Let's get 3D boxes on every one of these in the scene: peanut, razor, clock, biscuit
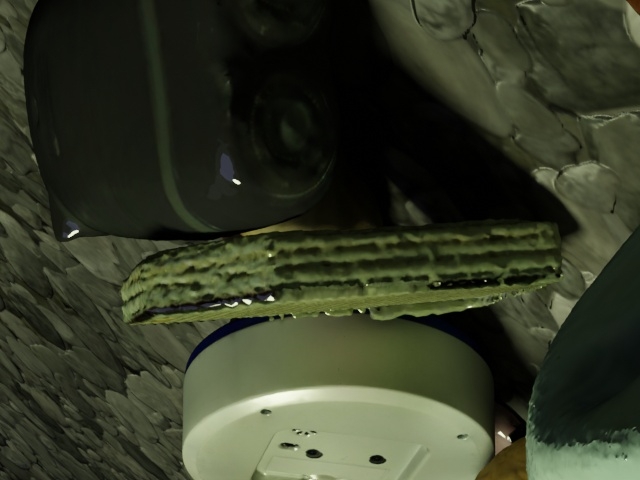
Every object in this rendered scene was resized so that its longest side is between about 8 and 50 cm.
[{"bbox_3d":[0.000,-0.001,1.141,0.104,0.086,0.228,2,139,28],"label":"peanut"},{"bbox_3d":[-0.107,-0.099,1.042,0.349,0.113,0.204,-6,91,61],"label":"razor"},{"bbox_3d":[0.013,0.133,1.181,0.230,0.083,0.230,2,149,1],"label":"clock"},{"bbox_3d":[0.009,0.020,1.004,0.150,0.252,0.052,148,117,-72],"label":"biscuit"}]

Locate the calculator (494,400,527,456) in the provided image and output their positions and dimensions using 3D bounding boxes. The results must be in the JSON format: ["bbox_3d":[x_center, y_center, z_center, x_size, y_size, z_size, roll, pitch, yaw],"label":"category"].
[{"bbox_3d":[0.139,0.167,1.286,0.166,0.024,0.103,53,155,-19],"label":"calculator"}]

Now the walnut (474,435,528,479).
[{"bbox_3d":[0.179,0.205,1.117,0.165,0.165,0.197,39,165,8],"label":"walnut"}]

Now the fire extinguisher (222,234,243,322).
[{"bbox_3d":[-0.014,0.101,1.338,0.147,0.106,0.337,53,169,47],"label":"fire extinguisher"}]

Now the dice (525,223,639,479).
[{"bbox_3d":[0.263,0.077,0.626,0.262,0.268,0.264,48,157,-9],"label":"dice"}]

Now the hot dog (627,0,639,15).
[{"bbox_3d":[0.215,-0.139,0.423,0.387,0.174,0.267,35,127,20],"label":"hot dog"}]
